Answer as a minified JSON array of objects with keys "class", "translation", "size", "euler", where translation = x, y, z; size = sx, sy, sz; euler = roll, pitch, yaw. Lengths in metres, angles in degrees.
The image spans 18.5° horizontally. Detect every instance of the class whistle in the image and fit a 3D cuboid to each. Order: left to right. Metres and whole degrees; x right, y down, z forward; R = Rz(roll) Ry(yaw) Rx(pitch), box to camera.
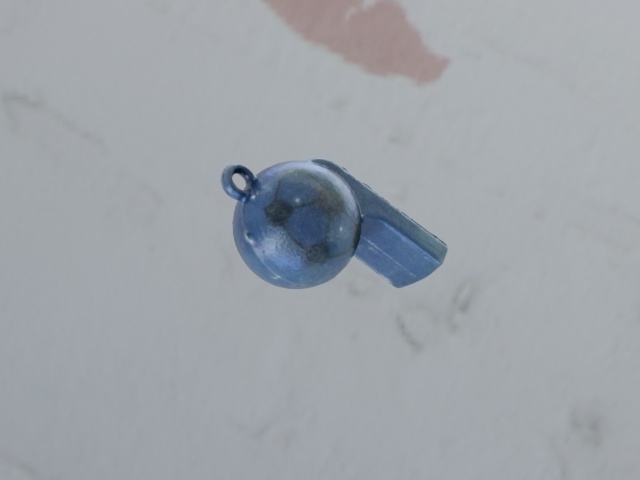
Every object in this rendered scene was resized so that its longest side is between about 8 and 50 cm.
[{"class":"whistle","translation":[0.000,0.000,1.255],"size":[0.158,0.090,0.090],"euler":[36,-121,-17]}]
